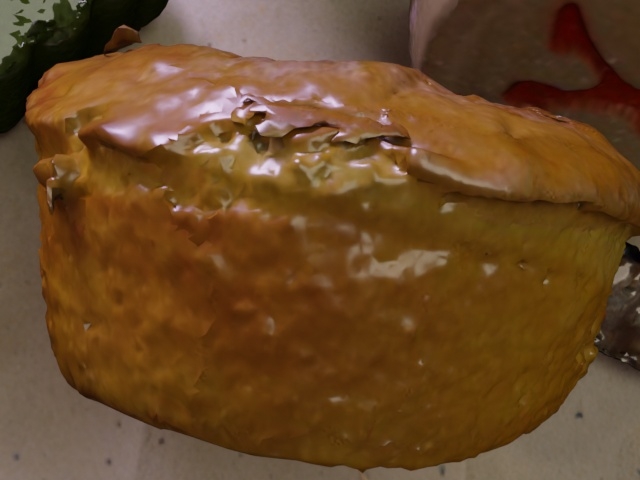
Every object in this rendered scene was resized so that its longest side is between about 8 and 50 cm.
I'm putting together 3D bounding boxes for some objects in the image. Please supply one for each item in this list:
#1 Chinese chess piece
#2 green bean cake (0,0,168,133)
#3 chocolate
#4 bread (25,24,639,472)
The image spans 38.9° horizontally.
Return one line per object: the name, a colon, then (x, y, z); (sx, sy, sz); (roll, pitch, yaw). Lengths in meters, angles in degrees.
Chinese chess piece: (0.231, -0.150, 0.635); (0.338, 0.338, 0.140); (22, 62, -15)
green bean cake: (-0.240, -0.207, 0.572); (0.247, 0.156, 0.250); (-43, 97, -19)
chocolate: (0.335, 0.090, 0.782); (0.329, 0.065, 0.102); (25, 93, -13)
bread: (0.001, 0.000, 0.537); (0.337, 0.358, 0.204); (15, 97, 7)
